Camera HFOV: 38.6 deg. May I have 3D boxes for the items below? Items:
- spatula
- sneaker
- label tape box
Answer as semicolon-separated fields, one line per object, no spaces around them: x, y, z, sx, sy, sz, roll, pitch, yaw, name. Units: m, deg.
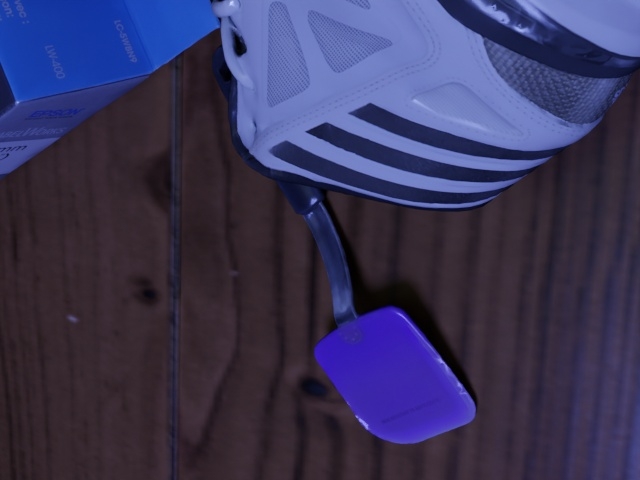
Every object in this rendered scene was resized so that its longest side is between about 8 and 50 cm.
0.000;0.000;0.604;0.084;0.030;0.296;-32;81;34;spatula
-0.048;-0.182;0.472;0.447;0.169;0.257;44;135;6;sneaker
-0.267;-0.188;0.695;0.334;0.106;0.240;-26;85;32;label tape box
